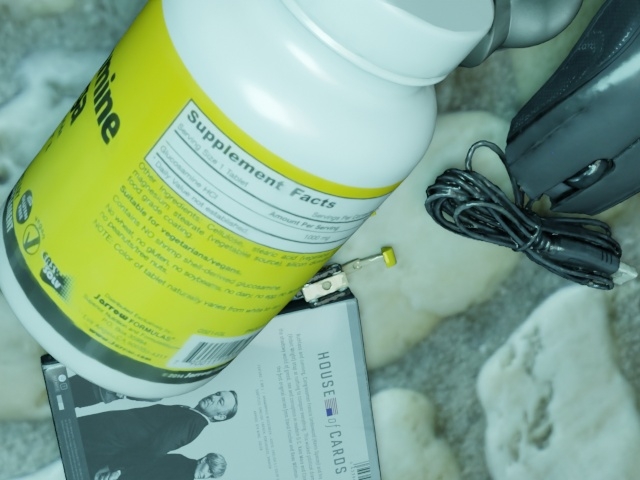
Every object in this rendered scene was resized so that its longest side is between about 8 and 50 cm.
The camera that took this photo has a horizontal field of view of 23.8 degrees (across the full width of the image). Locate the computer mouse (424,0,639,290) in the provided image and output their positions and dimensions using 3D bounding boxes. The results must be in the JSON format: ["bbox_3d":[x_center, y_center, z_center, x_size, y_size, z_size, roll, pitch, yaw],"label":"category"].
[{"bbox_3d":[0.221,-0.079,1.095,0.188,0.072,0.272,23,114,-28],"label":"computer mouse"}]

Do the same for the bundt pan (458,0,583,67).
[{"bbox_3d":[0.093,-0.264,1.012,0.331,0.124,0.331,-5,109,-14],"label":"bundt pan"}]

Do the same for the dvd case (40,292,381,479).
[{"bbox_3d":[-0.077,0.146,1.153,0.239,0.029,0.179,-12,110,-11],"label":"dvd case"}]

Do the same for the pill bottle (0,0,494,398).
[{"bbox_3d":[-0.051,-0.065,0.940,0.188,0.188,0.334,28,126,-21],"label":"pill bottle"}]

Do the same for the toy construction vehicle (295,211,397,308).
[{"bbox_3d":[0.000,0.000,1.126,0.098,0.035,0.086,-24,101,-9],"label":"toy construction vehicle"}]
